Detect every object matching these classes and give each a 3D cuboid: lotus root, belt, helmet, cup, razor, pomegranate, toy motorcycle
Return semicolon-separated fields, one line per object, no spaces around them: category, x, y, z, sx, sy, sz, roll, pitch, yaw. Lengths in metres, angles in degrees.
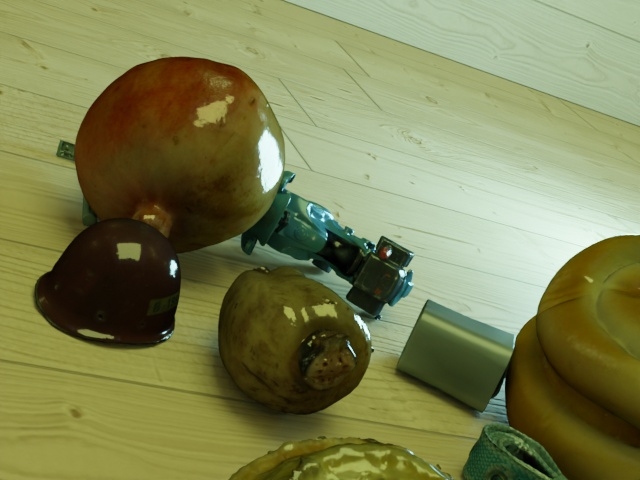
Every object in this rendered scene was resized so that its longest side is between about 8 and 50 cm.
lotus root;-0.030;0.105;1.278;0.154;0.140;0.257;3;17;-19
belt;0.283;0.302;1.248;0.302;0.072;0.087;35;18;27
helmet;-0.221;0.032;1.283;0.155;0.106;0.175;35;27;25
cup;0.175;0.138;1.494;0.129;0.095;0.128;26;18;4
razor;-0.301;-0.077;1.551;0.084;0.036;0.211;16;22;-19
pomegranate;-0.174;-0.092;1.446;0.252;0.229;0.270;-8;36;15
toy motorcycle;0.000;0.000;1.577;0.272;0.123;0.182;30;6;6

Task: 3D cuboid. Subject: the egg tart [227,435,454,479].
egg tart;0.043;0.251;0.939;0.290;0.115;0.290;8;37;-6

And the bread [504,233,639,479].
bread;0.408;0.175;1.449;0.329;0.245;0.424;24;25;-4
